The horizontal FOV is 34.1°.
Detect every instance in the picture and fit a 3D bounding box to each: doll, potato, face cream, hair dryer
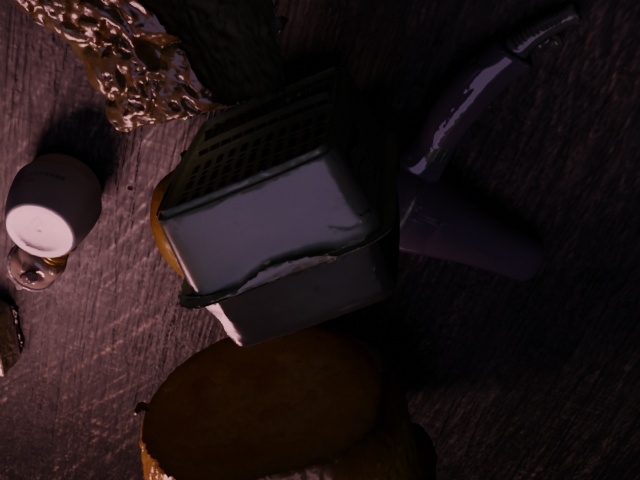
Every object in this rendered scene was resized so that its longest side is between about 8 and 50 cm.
[{"bbox_3d":[-0.389,0.036,1.423,0.073,0.084,0.127,40,119,-21],"label":"doll"},{"bbox_3d":[-0.496,0.139,1.551,0.086,0.061,0.122,10,131,6],"label":"potato"},{"bbox_3d":[-0.340,-0.044,1.329,0.117,0.104,0.117,6,133,6],"label":"face cream"},{"bbox_3d":[0.189,-0.112,1.180,0.301,0.121,0.361,22,126,-19],"label":"hair dryer"}]

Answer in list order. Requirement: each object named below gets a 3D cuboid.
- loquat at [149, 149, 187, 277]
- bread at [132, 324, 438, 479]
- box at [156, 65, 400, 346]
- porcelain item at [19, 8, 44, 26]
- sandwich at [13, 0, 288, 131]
[{"bbox_3d":[-0.126,-0.018,1.255,0.149,0.205,0.172,-9,169,4],"label":"loquat"},{"bbox_3d":[-0.043,0.281,1.391,0.397,0.398,0.215,-4,122,14],"label":"bread"},{"bbox_3d":[-0.028,-0.039,1.033,0.220,0.290,0.166,-20,113,14],"label":"box"},{"bbox_3d":[-0.225,-0.240,1.170,0.213,0.054,0.084,26,133,-11],"label":"porcelain item"},{"bbox_3d":[-0.163,-0.252,1.010,0.131,0.262,0.325,-19,125,30],"label":"sandwich"}]
